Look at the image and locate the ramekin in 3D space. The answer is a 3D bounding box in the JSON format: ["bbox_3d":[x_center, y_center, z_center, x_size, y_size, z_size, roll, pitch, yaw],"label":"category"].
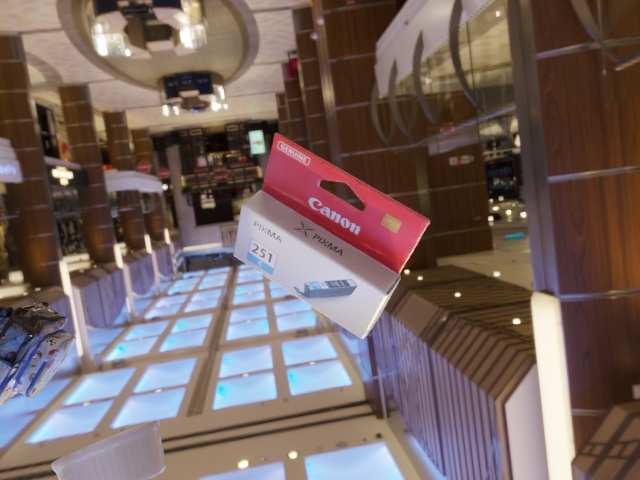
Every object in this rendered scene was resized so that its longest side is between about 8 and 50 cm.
[{"bbox_3d":[-0.550,0.597,1.390,0.277,0.135,0.277,-22,166,-6],"label":"ramekin"}]

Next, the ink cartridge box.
[{"bbox_3d":[0.000,0.000,0.892,0.296,0.261,0.066,31,-135,12],"label":"ink cartridge box"}]

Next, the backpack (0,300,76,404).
[{"bbox_3d":[-0.820,0.314,1.425,0.263,0.213,0.276,-52,-178,-6],"label":"backpack"}]
